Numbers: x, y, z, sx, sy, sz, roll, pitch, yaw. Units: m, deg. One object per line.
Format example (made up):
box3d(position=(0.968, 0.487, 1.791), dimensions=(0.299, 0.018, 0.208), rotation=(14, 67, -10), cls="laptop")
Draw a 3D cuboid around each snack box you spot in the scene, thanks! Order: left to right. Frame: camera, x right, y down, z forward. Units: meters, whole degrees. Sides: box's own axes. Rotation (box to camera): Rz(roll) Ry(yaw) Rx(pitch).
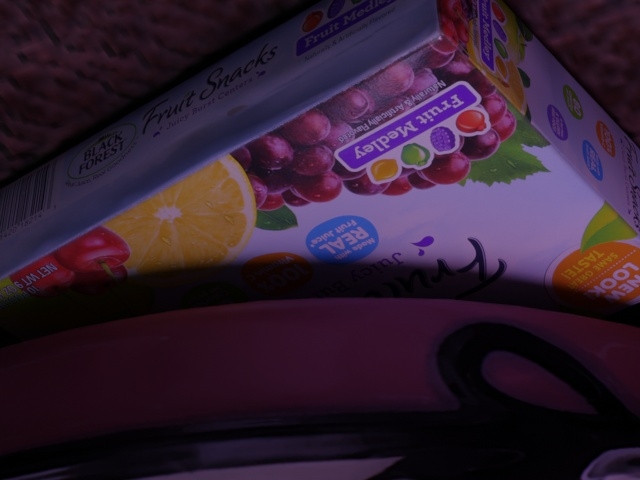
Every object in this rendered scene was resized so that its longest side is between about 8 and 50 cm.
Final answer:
box3d(position=(0.000, 0.000, 0.427), dimensions=(0.141, 0.037, 0.100), rotation=(-27, 133, 29), cls="snack box")

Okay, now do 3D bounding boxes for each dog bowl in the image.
box3d(position=(0.002, 0.162, 0.490), dimensions=(0.408, 0.150, 0.408), rotation=(-2, 146, -1), cls="dog bowl")
